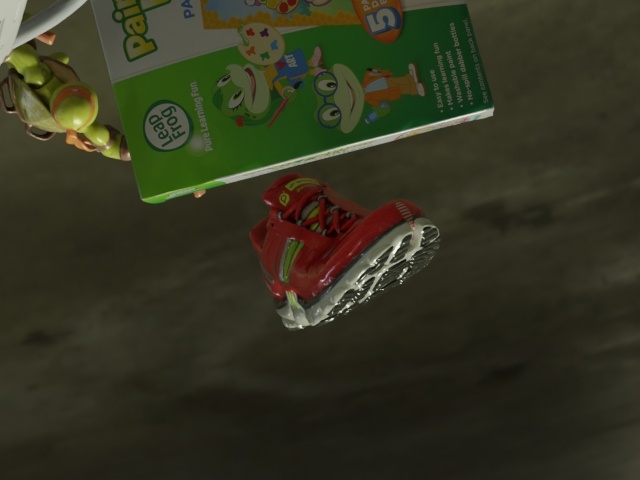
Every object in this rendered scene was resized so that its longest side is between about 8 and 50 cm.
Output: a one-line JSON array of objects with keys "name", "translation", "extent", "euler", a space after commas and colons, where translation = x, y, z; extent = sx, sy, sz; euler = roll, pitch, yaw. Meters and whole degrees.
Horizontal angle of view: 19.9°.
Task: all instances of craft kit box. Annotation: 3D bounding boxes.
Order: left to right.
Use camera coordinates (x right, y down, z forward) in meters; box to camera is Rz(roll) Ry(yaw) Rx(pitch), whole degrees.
[{"name": "craft kit box", "translation": [-0.031, -0.175, 1.230], "extent": [0.247, 0.250, 0.061], "euler": [-15, 179, 6]}]

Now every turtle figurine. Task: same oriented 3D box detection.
[{"name": "turtle figurine", "translation": [-0.230, -0.128, 1.605], "extent": [0.269, 0.217, 0.087], "euler": [38, 91, -30]}]

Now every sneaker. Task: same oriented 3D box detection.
[{"name": "sneaker", "translation": [0.000, 0.000, 1.432], "extent": [0.107, 0.118, 0.279], "euler": [-29, -179, -21]}]

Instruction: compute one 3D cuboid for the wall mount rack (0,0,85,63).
[{"name": "wall mount rack", "translation": [-0.256, -0.169, 0.985], "extent": [0.350, 0.130, 0.304], "euler": [-35, 163, -37]}]
